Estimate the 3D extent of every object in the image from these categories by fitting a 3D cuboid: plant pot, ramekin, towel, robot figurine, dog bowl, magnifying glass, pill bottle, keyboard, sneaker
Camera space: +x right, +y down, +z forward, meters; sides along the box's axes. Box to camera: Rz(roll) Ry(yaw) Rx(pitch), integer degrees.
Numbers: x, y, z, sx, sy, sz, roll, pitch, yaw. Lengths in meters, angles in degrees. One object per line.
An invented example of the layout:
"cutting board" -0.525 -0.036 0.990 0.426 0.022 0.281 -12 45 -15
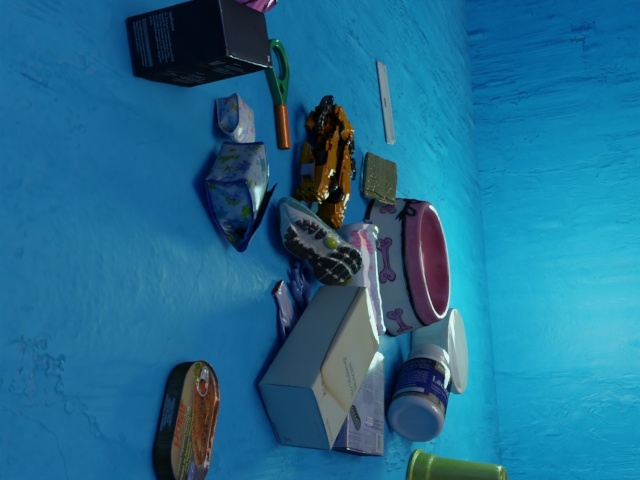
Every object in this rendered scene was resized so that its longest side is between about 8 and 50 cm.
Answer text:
"plant pot" 0.404 0.737 2.163 0.276 0.254 0.276 -6 90 -69
"ramekin" 0.374 0.349 2.376 0.273 0.127 0.273 -7 90 -69
"towel" 0.161 -0.168 2.067 0.110 0.027 0.148 20 55 -23
"robot figurine" 0.014 -0.181 1.694 0.211 0.085 0.291 56 35 -50
"dog bowl" 0.256 0.064 2.140 0.408 0.150 0.408 -7 90 -68
"magnifying glass" -0.086 -0.304 1.570 0.092 0.026 0.231 3 79 -68
"pill bottle" 0.281 0.413 2.092 0.265 0.153 0.153 -63 140 -56
"keyboard" 0.201 -0.425 2.338 0.072 0.014 0.256 -8 91 -63
"sneaker" 0.000 0.000 1.567 0.275 0.107 0.110 48 11 -47

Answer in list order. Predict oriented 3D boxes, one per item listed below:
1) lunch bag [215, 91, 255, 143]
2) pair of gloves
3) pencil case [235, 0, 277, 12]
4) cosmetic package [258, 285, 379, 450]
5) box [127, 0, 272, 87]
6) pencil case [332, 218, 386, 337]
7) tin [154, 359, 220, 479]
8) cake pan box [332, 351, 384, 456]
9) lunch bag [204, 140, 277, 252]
"lunch bag" -0.150 -0.206 1.336 0.071 0.053 0.083 41 37 -62
"pair of gloves" -0.047 0.135 1.531 0.198 0.023 0.159 -56 135 -60
"pencil case" -0.137 -0.413 1.368 0.209 0.098 0.095 -73 148 -44
"cosmetic package" 0.008 0.237 1.470 0.309 0.113 0.160 -58 140 -51
"box" -0.179 -0.298 1.147 0.156 0.158 0.093 -15 97 -69
"pencil case" 0.086 0.091 1.750 0.124 0.113 0.273 5 79 -47
"tin" -0.194 0.268 1.106 0.106 0.040 0.190 60 31 -53
"cake pan box" 0.082 0.360 1.726 0.267 0.070 0.246 37 52 -61
"lunch bag" -0.132 -0.075 1.298 0.129 0.096 0.151 -73 163 -50
